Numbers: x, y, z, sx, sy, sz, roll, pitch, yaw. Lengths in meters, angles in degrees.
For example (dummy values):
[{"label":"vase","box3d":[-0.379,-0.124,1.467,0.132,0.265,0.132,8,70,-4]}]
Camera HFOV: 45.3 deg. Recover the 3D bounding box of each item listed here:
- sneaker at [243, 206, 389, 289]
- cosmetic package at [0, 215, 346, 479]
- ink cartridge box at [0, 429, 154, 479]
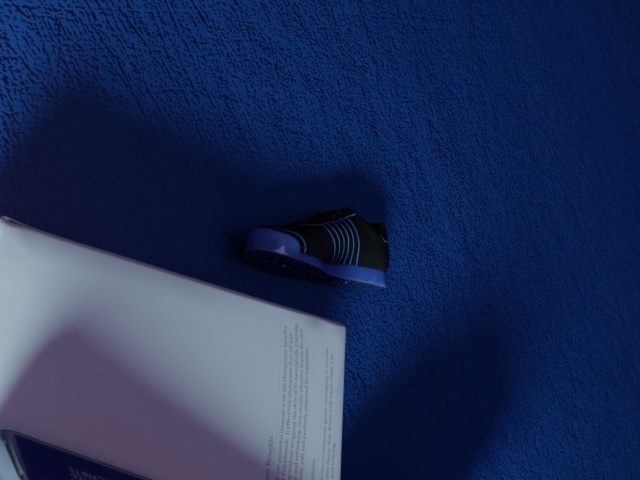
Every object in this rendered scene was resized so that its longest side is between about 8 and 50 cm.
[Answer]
[{"label":"sneaker","box3d":[0.000,0.000,0.905,0.232,0.081,0.090,18,70,-49]},{"label":"cosmetic package","box3d":[-0.153,0.134,0.669,0.365,0.155,0.197,23,62,-39]},{"label":"ink cartridge box","box3d":[-0.189,0.325,0.557,0.330,0.071,0.324,-52,133,0]}]
